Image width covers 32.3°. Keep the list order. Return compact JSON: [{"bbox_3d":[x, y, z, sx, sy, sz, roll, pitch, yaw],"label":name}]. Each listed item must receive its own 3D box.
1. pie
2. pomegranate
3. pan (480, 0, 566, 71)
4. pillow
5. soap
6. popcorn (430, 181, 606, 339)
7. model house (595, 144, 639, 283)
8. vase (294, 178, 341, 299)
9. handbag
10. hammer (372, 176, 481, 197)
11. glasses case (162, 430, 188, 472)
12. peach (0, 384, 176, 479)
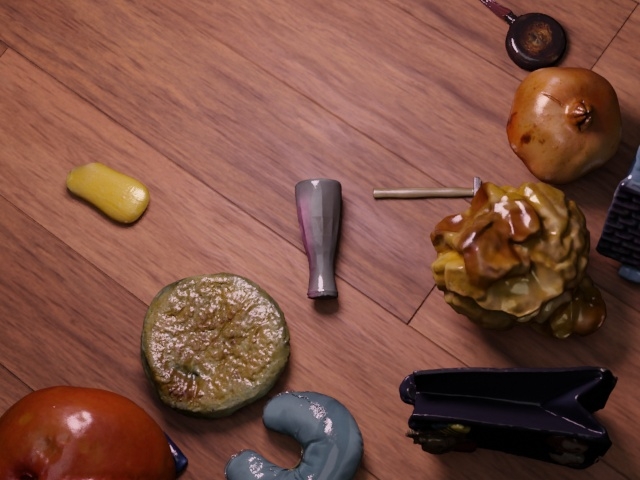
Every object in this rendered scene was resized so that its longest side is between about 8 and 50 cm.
[{"bbox_3d":[-0.191,0.183,1.986,0.277,0.078,0.277,-1,75,3],"label":"pie"},{"bbox_3d":[0.429,-0.202,1.937,0.209,0.209,0.209,-2,74,8],"label":"pomegranate"},{"bbox_3d":[0.372,-0.409,2.081,0.115,0.040,0.212,-40,73,-9],"label":"pan"},{"bbox_3d":[-0.040,0.368,1.898,0.214,0.086,0.233,26,76,24],"label":"pillow"},{"bbox_3d":[-0.404,-0.097,2.112,0.168,0.033,0.089,32,79,15],"label":"soap"},{"bbox_3d":[0.346,0.035,1.878,0.332,0.225,0.265,28,92,-7],"label":"popcorn"},{"bbox_3d":[0.674,-0.047,1.840,0.360,0.297,0.339,23,115,15],"label":"model house"},{"bbox_3d":[0.000,0.000,2.004,0.086,0.086,0.214,-4,78,7],"label":"vase"},{"bbox_3d":[0.293,0.284,1.759,0.329,0.303,0.122,2,72,9],"label":"handbag"},{"bbox_3d":[0.194,-0.085,2.029,0.198,0.013,0.062,-1,74,9],"label":"hammer"},{"bbox_3d":[-0.271,0.374,1.965,0.033,0.023,0.083,-44,73,-3],"label":"glasses case"},{"bbox_3d":[-0.413,0.410,1.830,0.342,0.302,0.343,-2,73,7],"label":"peach"}]
